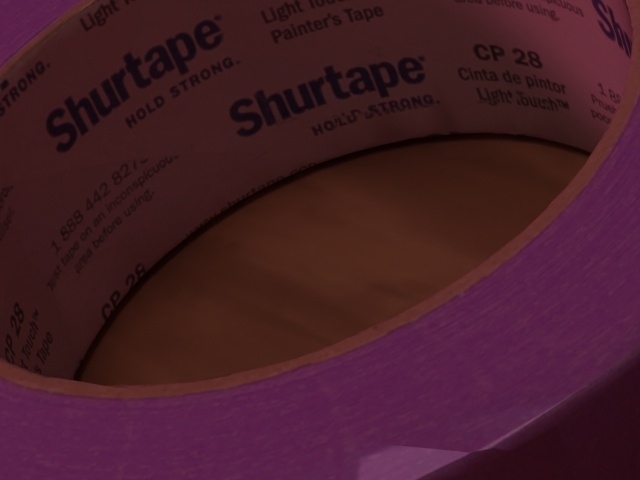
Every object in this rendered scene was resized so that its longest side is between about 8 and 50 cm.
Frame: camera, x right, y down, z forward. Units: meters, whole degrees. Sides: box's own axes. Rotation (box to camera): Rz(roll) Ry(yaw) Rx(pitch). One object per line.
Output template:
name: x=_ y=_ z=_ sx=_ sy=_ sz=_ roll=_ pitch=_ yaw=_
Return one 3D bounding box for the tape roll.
tape roll: x=0.000 y=0.000 z=0.502 sx=0.274 sy=0.090 sz=0.275 roll=-15 pitch=38 yaw=12
